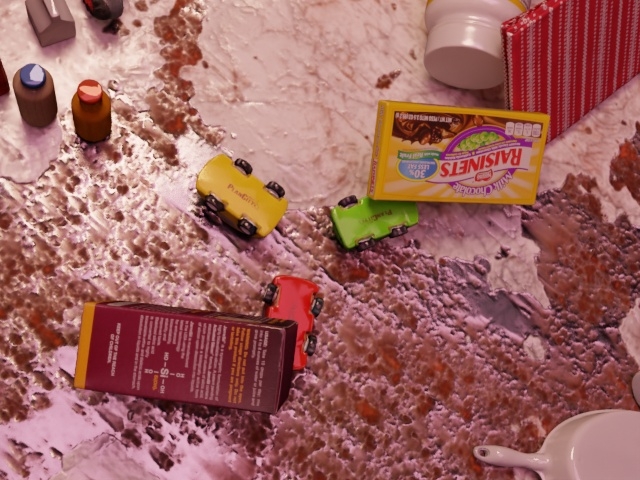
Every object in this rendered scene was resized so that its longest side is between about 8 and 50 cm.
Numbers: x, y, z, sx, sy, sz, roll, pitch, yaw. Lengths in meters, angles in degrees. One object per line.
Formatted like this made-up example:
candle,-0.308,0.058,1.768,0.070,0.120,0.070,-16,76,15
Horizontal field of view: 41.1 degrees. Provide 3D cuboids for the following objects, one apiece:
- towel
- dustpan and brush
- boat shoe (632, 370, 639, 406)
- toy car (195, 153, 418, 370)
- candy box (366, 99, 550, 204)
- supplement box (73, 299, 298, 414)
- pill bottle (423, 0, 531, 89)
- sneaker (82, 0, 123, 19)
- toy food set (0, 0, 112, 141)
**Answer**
towel,0.312,-0.231,0.999,0.275,0.199,0.031,-36,48,-18
dustpan and brush,0.273,0.247,0.941,0.211,0.060,0.147,15,64,-17
boat shoe,0.400,0.193,0.993,0.035,0.035,0.100,-27,81,-45
toy car,0.000,0.000,0.922,0.225,0.053,0.239,-20,84,-18
candy box,0.152,-0.093,0.928,0.205,0.027,0.105,0,108,-23
supplement box,-0.122,0.107,0.809,0.188,0.104,0.081,7,88,5
pill bottle,0.188,-0.293,0.999,0.119,0.119,0.209,17,74,-10
sneaker,-0.198,-0.361,0.926,0.125,0.104,0.262,6,77,-15
toy food set,-0.300,-0.208,0.864,0.111,0.104,0.232,-23,84,-18
